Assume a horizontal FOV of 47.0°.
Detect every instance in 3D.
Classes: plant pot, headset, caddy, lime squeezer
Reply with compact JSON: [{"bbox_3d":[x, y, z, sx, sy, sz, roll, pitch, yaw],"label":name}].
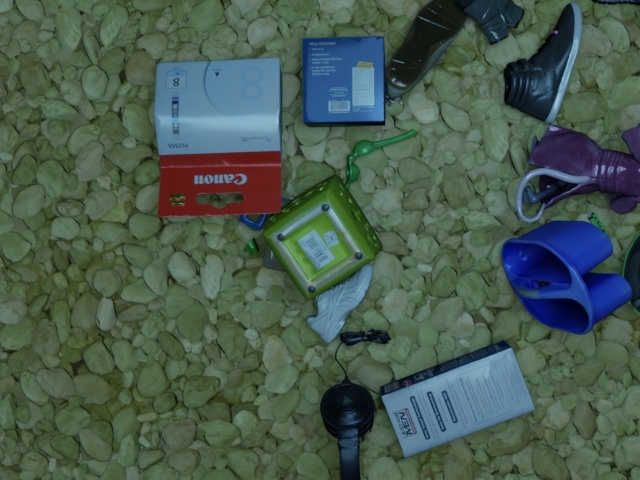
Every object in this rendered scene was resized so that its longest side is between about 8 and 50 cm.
[{"bbox_3d":[0.000,0.000,1.750,0.227,0.207,0.228,-33,96,9],"label":"plant pot"},{"bbox_3d":[0.095,0.420,1.820,0.185,0.243,0.394,-3,74,2],"label":"headset"},{"bbox_3d":[0.553,0.089,1.726,0.179,0.341,0.241,-27,97,-11],"label":"caddy"},{"bbox_3d":[0.108,-0.183,1.868,0.110,0.059,0.310,34,95,-33],"label":"lime squeezer"}]

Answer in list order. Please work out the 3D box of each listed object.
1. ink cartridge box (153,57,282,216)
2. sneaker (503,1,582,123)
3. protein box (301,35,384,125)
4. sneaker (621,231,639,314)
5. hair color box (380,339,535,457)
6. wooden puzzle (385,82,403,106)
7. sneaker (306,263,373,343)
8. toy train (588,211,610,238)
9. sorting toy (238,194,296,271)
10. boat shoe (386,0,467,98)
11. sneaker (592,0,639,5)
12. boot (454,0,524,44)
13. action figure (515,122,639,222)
[{"bbox_3d":[-0.248,-0.254,1.787,0.308,0.091,0.385,-2,71,2],"label":"ink cartridge box"},{"bbox_3d":[0.534,-0.446,1.794,0.146,0.104,0.296,14,96,0],"label":"sneaker"},{"bbox_3d":[0.059,-0.385,1.800,0.199,0.136,0.201,0,94,5],"label":"protein box"},{"bbox_3d":[0.918,-0.012,1.759,0.185,0.202,0.483,44,95,0],"label":"sneaker"},{"bbox_3d":[0.341,0.398,1.862,0.347,0.105,0.174,-21,93,3],"label":"hair color box"},{"bbox_3d":[0.177,-0.374,1.865,0.049,0.006,0.083,-41,91,4],"label":"wooden puzzle"},{"bbox_3d":[0.044,0.143,1.869,0.115,0.090,0.232,35,94,3],"label":"sneaker"},{"bbox_3d":[0.703,-0.032,1.861,0.023,0.017,0.083,-30,92,15],"label":"toy train"},{"bbox_3d":[-0.040,-0.007,1.882,0.347,0.047,0.196,13,101,4],"label":"sorting toy"},{"bbox_3d":[0.256,-0.477,1.811,0.109,0.098,0.302,34,76,5],"label":"boat shoe"},{"bbox_3d":[0.768,-0.625,1.784,0.208,0.081,0.094,4,92,3],"label":"sneaker"},{"bbox_3d":[0.445,-0.611,1.807,0.161,0.083,0.247,40,79,-21],"label":"boot"},{"bbox_3d":[0.669,-0.172,1.718,0.370,0.275,0.248,7,114,29],"label":"action figure"}]
